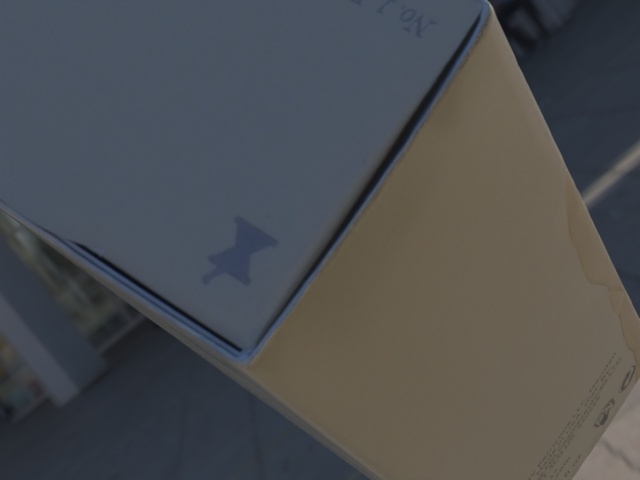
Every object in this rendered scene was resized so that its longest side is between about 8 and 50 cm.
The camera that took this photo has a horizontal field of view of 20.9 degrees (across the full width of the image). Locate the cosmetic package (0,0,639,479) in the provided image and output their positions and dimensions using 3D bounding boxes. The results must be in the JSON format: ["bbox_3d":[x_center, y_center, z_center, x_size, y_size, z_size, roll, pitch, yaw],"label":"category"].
[{"bbox_3d":[0.000,0.000,0.578,0.113,0.160,0.309,-54,-25,-7],"label":"cosmetic package"}]
